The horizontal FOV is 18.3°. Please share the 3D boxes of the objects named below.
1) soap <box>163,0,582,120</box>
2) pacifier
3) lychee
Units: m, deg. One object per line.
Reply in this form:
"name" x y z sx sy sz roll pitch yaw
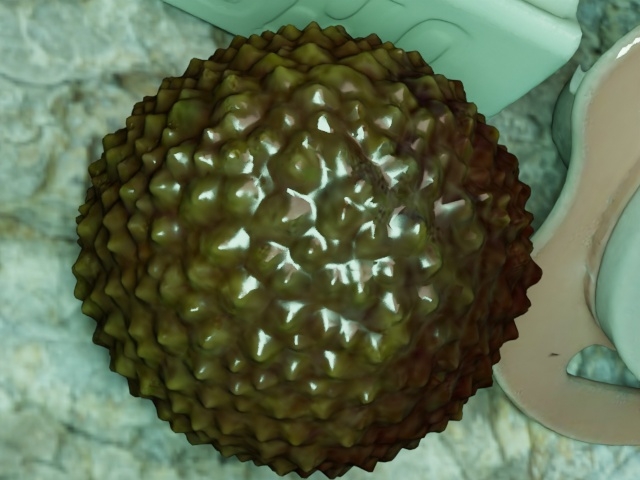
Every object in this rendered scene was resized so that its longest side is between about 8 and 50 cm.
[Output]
"soap" 0.015 -0.172 1.220 0.265 0.160 0.088 24 64 -18
"pacifier" 0.227 -0.019 1.226 0.273 0.332 0.220 36 30 27
"lychee" 0.000 0.000 1.099 0.267 0.267 0.268 9 68 -24
